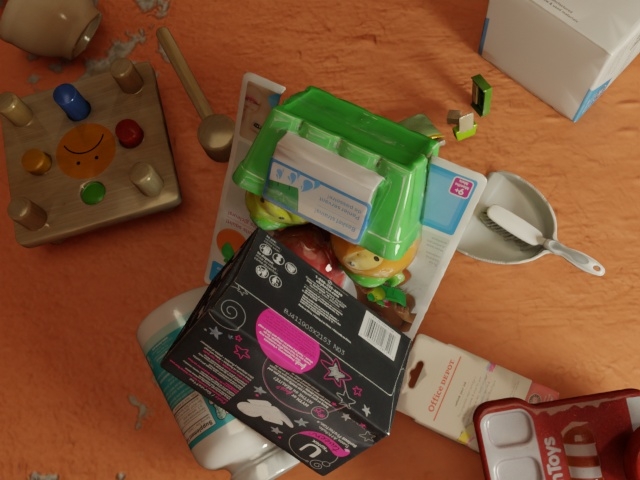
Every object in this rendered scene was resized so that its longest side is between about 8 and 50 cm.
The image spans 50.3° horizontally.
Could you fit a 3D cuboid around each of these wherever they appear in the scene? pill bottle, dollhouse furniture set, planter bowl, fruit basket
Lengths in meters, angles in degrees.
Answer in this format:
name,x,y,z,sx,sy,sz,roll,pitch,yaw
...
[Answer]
name,x,y,z,sx,sy,sz,roll,pitch,yaw
pill bottle,-0.130,0.202,0.918,0.146,0.146,0.264,-31,74,-4
dollhouse furniture set,0.187,-0.191,1.037,0.152,0.058,0.076,-23,55,-5
planter bowl,-0.432,-0.367,1.122,0.109,0.162,0.162,32,78,-13
fruit basket,0.000,0.000,0.894,0.327,0.165,0.352,28,120,13

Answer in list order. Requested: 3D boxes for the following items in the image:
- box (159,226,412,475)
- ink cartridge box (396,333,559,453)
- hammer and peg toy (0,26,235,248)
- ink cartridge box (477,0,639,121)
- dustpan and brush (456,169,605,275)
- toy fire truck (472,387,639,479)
name,x,y,z,sx,sy,sz,roll,pitch,yaw
box,-0.037,0.135,0.830,0.247,0.142,0.163,37,39,-10
ink cartridge box,0.201,0.217,0.921,0.198,0.067,0.115,24,77,10
hammer and peg toy,-0.307,-0.156,1.052,0.362,0.127,0.265,-17,71,1
ink cartridge box,0.403,-0.363,1.003,0.197,0.198,0.270,42,81,16
dustpan and brush,0.304,-0.005,0.978,0.211,0.060,0.147,34,80,14
toy fire truck,0.327,0.326,0.807,0.254,0.169,0.301,-10,86,7
